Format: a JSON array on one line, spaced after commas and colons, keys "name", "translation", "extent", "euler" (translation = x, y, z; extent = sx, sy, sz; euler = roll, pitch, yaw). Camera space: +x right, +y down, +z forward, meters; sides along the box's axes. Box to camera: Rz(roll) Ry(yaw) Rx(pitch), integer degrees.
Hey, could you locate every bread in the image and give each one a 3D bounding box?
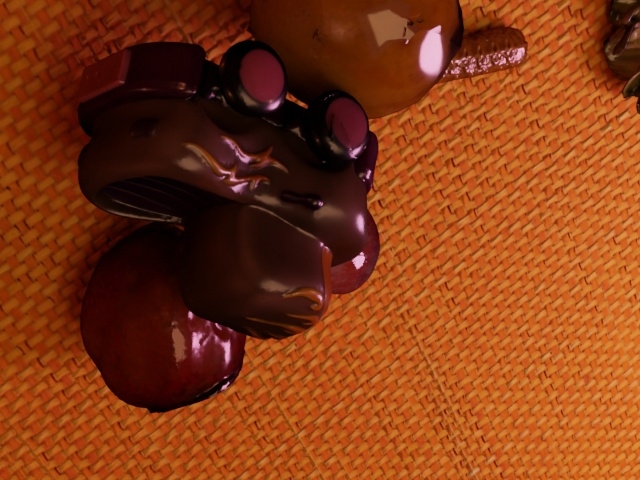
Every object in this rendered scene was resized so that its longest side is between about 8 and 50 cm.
[{"name": "bread", "translation": [0.183, -0.224, 2.011], "extent": [0.157, 0.044, 0.052], "euler": [-14, 119, -27]}]

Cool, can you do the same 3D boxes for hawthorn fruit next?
[{"name": "hawthorn fruit", "translation": [-0.172, 0.073, 1.879], "extent": [0.189, 0.189, 0.251], "euler": [-10, 117, -28]}]

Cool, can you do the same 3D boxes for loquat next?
[{"name": "loquat", "translation": [0.039, -0.244, 1.782], "extent": [0.235, 0.235, 0.235], "euler": [-16, 126, -24]}]

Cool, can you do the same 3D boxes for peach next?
[{"name": "peach", "translation": [0.000, 0.000, 1.981], "extent": [0.152, 0.152, 0.152], "euler": [-16, 126, -24]}]

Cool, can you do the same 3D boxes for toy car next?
[{"name": "toy car", "translation": [-0.105, -0.046, 1.734], "extent": [0.341, 0.271, 0.240], "euler": [24, 67, -31]}]

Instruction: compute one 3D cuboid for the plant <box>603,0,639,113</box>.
[{"name": "plant", "translation": [0.490, -0.259, 2.097], "extent": [0.261, 0.297, 0.306], "euler": [-2, 142, 3]}]
